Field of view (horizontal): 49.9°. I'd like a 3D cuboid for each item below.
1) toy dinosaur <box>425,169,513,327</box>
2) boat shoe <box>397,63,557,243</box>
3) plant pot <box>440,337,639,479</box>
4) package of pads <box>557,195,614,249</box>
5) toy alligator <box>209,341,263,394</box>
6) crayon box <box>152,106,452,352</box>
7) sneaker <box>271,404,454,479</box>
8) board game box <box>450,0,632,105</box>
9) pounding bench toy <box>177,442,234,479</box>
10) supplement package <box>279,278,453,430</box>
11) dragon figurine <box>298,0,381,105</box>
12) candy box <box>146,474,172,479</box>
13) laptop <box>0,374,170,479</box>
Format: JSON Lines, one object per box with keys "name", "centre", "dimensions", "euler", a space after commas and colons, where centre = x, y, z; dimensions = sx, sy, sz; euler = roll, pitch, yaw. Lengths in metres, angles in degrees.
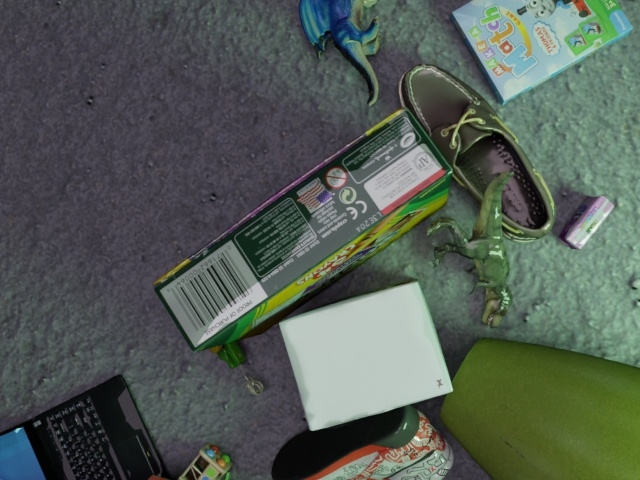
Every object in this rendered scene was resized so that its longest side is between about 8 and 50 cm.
{"name": "toy dinosaur", "centre": [0.218, 0.007, 0.991], "dimensions": [0.118, 0.064, 0.268], "euler": [5, 129, 21]}
{"name": "boat shoe", "centre": [0.229, -0.136, 1.011], "dimensions": [0.117, 0.097, 0.324], "euler": [-35, 84, 5]}
{"name": "plant pot", "centre": [0.321, 0.256, 0.920], "dimensions": [0.294, 0.275, 0.274], "euler": [27, 92, 24]}
{"name": "package of pads", "centre": [0.388, -0.027, 1.009], "dimensions": [0.032, 0.050, 0.083], "euler": [37, 93, 2]}
{"name": "toy alligator", "centre": [-0.151, 0.162, 1.079], "dimensions": [0.051, 0.056, 0.189], "euler": [-33, 83, 48]}
{"name": "crayon box", "centre": [0.000, 0.000, 0.929], "dimensions": [0.363, 0.313, 0.106], "euler": [-35, 80, 6]}
{"name": "sneaker", "centre": [0.063, 0.332, 1.017], "dimensions": [0.270, 0.090, 0.145], "euler": [-32, 119, 29]}
{"name": "board game box", "centre": [0.328, -0.326, 1.035], "dimensions": [0.212, 0.039, 0.160], "euler": [-30, 85, 7]}
{"name": "pounding bench toy", "centre": [-0.163, 0.366, 1.069], "dimensions": [0.083, 0.052, 0.065], "euler": [39, 93, 7]}
{"name": "supplement package", "centre": [0.068, 0.150, 0.970], "dimensions": [0.194, 0.203, 0.149], "euler": [-17, 86, 6]}
{"name": "dragon figurine", "centre": [0.017, -0.333, 1.054], "dimensions": [0.144, 0.085, 0.289], "euler": [-5, 87, 8]}
{"name": "candy box", "centre": [-0.173, 0.538, 1.006], "dimensions": [0.268, 0.122, 0.317], "euler": [14, 102, 8]}
{"name": "laptop", "centre": [-0.396, 0.375, 1.059], "dimensions": [0.264, 0.136, 0.234], "euler": [-26, 85, 6]}
